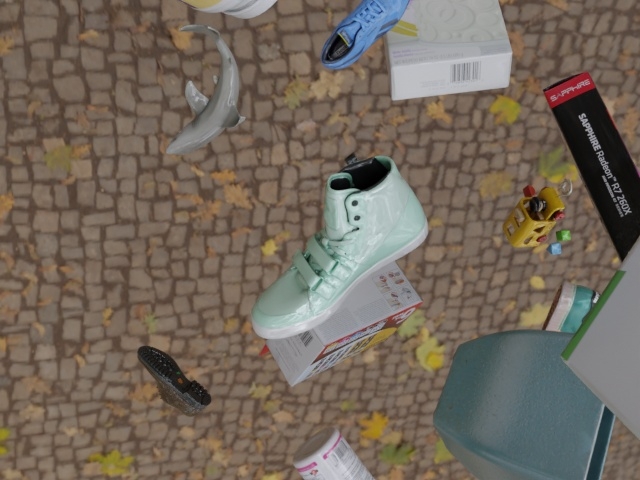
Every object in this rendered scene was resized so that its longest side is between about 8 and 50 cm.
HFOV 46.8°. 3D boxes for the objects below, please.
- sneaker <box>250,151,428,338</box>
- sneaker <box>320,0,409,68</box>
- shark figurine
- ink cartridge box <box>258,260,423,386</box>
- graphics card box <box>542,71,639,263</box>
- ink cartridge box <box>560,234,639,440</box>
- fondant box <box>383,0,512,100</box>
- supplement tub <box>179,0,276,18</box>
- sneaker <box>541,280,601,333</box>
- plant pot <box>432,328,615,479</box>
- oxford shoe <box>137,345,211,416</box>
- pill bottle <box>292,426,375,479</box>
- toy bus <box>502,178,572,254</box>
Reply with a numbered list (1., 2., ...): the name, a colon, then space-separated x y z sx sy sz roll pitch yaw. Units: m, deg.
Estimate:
1. sneaker: 0.000 -0.001 0.880 0.256 0.094 0.151 -37 134 -6
2. sneaker: 0.079 -0.381 1.302 0.069 0.082 0.209 47 115 1
3. shark figurine: -0.182 -0.272 1.382 0.166 0.116 0.278 -5 128 -32
4. ink cartridge box: 0.042 0.207 1.736 0.309 0.130 0.272 -19 156 -36
5. graphics card box: 0.535 -0.102 1.357 0.094 0.371 0.233 -24 158 19
6. ink cartridge box: 0.378 0.048 0.649 0.278 0.117 0.201 -6 130 -36
7. fondant box: 0.251 -0.452 1.557 0.238 0.330 0.096 -6 143 5
8. supplement tub: -0.218 -0.513 1.184 0.331 0.241 0.241 13 116 -47
9. sneaker: 0.576 0.219 1.711 0.121 0.108 0.302 17 141 13
10. plant pot: 0.329 0.288 1.200 0.247 0.252 0.248 -66 149 -25
11. oxford shoe: -0.391 0.363 1.879 0.227 0.083 0.096 45 116 3
12. pill bottle: 0.062 0.690 2.111 0.160 0.160 0.283 -36 95 2
13. toy bus: 0.571 -0.068 1.990 0.104 0.191 0.202 -5 100 -20
